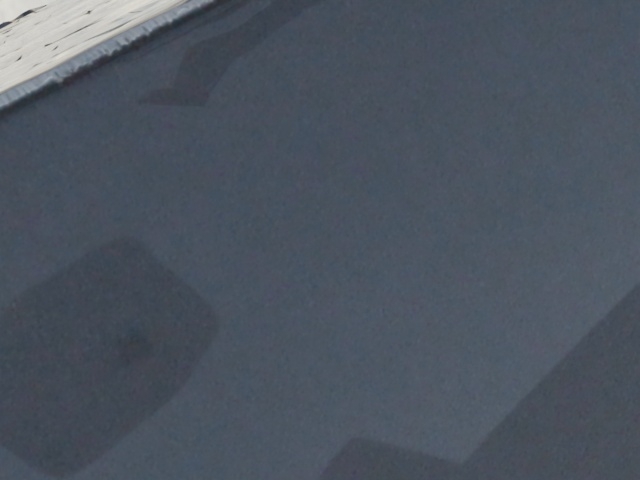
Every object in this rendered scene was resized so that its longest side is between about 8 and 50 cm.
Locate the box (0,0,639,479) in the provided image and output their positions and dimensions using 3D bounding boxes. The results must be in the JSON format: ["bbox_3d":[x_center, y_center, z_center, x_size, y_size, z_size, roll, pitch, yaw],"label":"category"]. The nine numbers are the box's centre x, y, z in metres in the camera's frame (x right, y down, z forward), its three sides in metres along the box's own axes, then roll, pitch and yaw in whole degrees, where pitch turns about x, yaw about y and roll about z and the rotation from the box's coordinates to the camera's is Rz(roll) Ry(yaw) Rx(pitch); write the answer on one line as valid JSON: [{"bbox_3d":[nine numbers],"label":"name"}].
[{"bbox_3d":[0.000,0.000,0.527,0.296,0.294,0.182,-29,102,-11],"label":"box"}]
